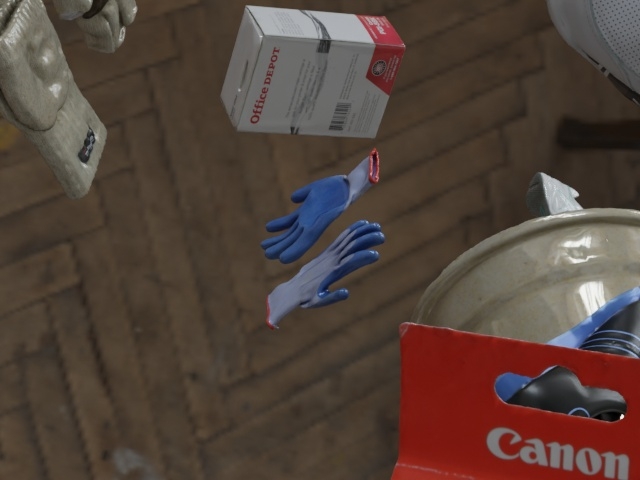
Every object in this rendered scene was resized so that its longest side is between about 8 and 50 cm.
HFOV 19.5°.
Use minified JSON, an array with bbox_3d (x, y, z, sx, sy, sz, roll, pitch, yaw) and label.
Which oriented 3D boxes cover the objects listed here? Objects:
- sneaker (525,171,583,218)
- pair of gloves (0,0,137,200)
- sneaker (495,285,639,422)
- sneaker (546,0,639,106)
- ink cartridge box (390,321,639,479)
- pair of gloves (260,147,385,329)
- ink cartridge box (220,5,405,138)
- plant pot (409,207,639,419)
[{"bbox_3d":[0.273,-0.015,2.078,0.061,0.054,0.152,14,45,-18],"label":"sneaker"},{"bbox_3d":[-0.200,-0.178,1.371,0.204,0.042,0.240,62,31,-52],"label":"pair of gloves"},{"bbox_3d":[0.217,0.110,1.451,0.232,0.081,0.090,-27,74,-41],"label":"sneaker"},{"bbox_3d":[0.287,-0.101,1.047,0.137,0.365,0.210,-65,165,8],"label":"sneaker"},{"bbox_3d":[0.083,0.132,0.723,0.045,0.145,0.179,-22,116,-59],"label":"ink cartridge box"},{"bbox_3d":[0.000,0.000,1.819,0.023,0.159,0.198,37,33,-27],"label":"pair of gloves"},{"bbox_3d":[-0.008,-0.145,1.606,0.135,0.056,0.099,2,126,-25],"label":"ink cartridge box"},{"bbox_3d":[0.283,0.190,1.914,0.333,0.334,0.305,28,35,-39],"label":"plant pot"}]
